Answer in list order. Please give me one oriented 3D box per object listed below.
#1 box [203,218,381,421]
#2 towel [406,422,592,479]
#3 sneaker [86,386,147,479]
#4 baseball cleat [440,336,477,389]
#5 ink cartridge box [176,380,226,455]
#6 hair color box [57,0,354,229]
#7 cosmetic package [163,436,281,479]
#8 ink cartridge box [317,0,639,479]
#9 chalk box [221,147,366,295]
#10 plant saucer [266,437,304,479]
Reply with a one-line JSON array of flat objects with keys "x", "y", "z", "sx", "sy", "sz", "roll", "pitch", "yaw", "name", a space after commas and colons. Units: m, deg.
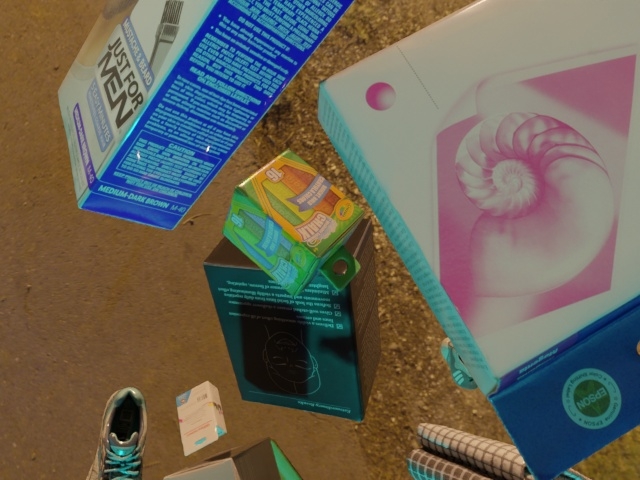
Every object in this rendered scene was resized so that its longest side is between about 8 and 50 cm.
[{"x": -0.038, "y": 0.162, "z": 1.117, "sx": 0.212, "sy": 0.294, "sz": 0.395, "roll": -61, "pitch": 149, "yaw": -53, "name": "box"}, {"x": 0.324, "y": 0.432, "z": 0.899, "sx": 0.284, "sy": 0.235, "sz": 0.121, "roll": 33, "pitch": 68, "yaw": -28, "name": "towel"}, {"x": -0.390, "y": 0.419, "z": 0.987, "sx": 0.110, "sy": 0.122, "sz": 0.282, "roll": 5, "pitch": 61, "yaw": -21, "name": "sneaker"}, {"x": 0.375, "y": 0.335, "z": 1.316, "sx": 0.072, "sy": 0.109, "sz": 0.206, "roll": -43, "pitch": 120, "yaw": -6, "name": "baseball cleat"}, {"x": -0.321, "y": 0.489, "z": 1.394, "sx": 0.104, "sy": 0.181, "sz": 0.061, "roll": -28, "pitch": 135, "yaw": 2, "name": "ink cartridge box"}, {"x": -0.111, "y": -0.192, "z": 0.468, "sx": 0.110, "sy": 0.339, "sz": 0.185, "roll": 18, "pitch": 35, "yaw": -47, "name": "hair color box"}, {"x": -0.164, "y": 0.431, "z": 0.920, "sx": 0.127, "sy": 0.238, "sz": 0.107, "roll": -18, "pitch": 77, "yaw": 4, "name": "cosmetic package"}, {"x": 0.215, "y": -0.045, "z": 0.377, "sx": 0.324, "sy": 0.071, "sz": 0.330, "roll": -29, "pitch": 80, "yaw": -5, "name": "ink cartridge box"}, {"x": -0.028, "y": -0.013, "z": 0.816, "sx": 0.213, "sy": 0.132, "sz": 0.132, "roll": 40, "pitch": 52, "yaw": 7, "name": "chalk box"}, {"x": -0.146, "y": 0.727, "z": 1.271, "sx": 0.333, "sy": 0.081, "sz": 0.332, "roll": -39, "pitch": 68, "yaw": -9, "name": "plant saucer"}]
